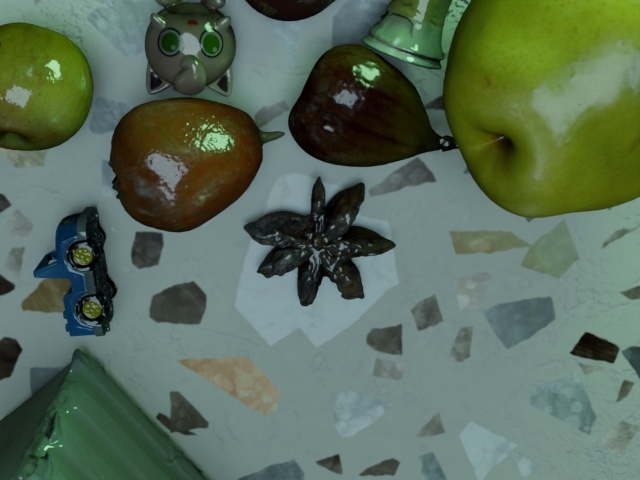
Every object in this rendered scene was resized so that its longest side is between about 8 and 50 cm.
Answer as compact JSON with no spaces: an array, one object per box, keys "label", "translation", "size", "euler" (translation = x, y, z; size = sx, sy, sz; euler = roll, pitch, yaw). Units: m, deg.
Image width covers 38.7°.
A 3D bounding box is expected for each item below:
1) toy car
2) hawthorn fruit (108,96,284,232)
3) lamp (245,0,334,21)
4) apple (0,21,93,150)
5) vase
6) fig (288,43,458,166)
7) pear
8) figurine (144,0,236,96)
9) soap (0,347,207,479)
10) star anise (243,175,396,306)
[{"label":"toy car","translation":[-0.361,0.051,1.343],"size":[0.100,0.097,0.191],"euler":[-4,108,-2]},{"label":"hawthorn fruit","translation":[-0.167,-0.117,1.257],"size":[0.251,0.199,0.200],"euler":[-20,109,-11]},{"label":"lamp","translation":[-0.040,-0.369,1.207],"size":[0.157,0.135,0.156],"euler":[-30,107,8]},{"label":"apple","translation":[-0.397,-0.205,1.223],"size":[0.182,0.182,0.155],"euler":[6,78,-6]},{"label":"vase","translation":[0.162,-0.397,1.209],"size":[0.173,0.173,0.321],"euler":[17,113,-9]},{"label":"fig","translation":[0.097,-0.171,1.277],"size":[0.274,0.146,0.170],"euler":[16,121,-9]},{"label":"pear","translation":[0.340,-0.223,1.161],"size":[0.418,0.362,0.362],"euler":[-39,109,-21]},{"label":"figurine","translation":[-0.176,-0.264,1.239],"size":[0.125,0.125,0.138],"euler":[3,103,-5]},{"label":"soap","translation":[-0.309,0.430,1.344],"size":[0.213,0.350,0.435],"euler":[-37,109,8]},{"label":"star anise","translation":[0.005,0.015,1.371],"size":[0.212,0.073,0.197],"euler":[-33,105,9]}]
